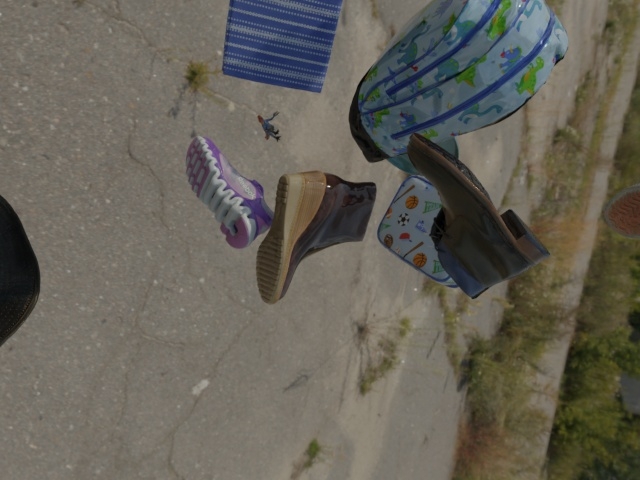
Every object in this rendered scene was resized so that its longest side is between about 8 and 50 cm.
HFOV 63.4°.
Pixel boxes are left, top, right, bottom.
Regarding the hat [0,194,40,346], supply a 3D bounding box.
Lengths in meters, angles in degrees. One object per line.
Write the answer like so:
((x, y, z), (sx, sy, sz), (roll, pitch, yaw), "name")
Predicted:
((-0.549, 0.022, 0.679), (0.332, 0.134, 0.331), (9, 69, -23), "hat")

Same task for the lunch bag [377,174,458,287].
((0.308, -0.032, 1.358), (0.115, 0.303, 0.243), (20, 102, -47), "lunch bag")

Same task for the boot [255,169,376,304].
((0.000, 0.000, 0.940), (0.207, 0.090, 0.248), (4, 107, -37), "boot")

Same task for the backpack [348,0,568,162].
((0.231, -0.300, 0.894), (0.290, 0.356, 0.273), (-51, 126, -21), "backpack")

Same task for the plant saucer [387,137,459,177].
((0.277, -0.315, 1.558), (0.043, 0.318, 0.317), (-53, 141, -23), "plant saucer")

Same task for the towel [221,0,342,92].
((-0.078, -0.507, 1.128), (0.040, 0.243, 0.335), (-104, -155, -57), "towel")

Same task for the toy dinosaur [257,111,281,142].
((-0.126, -0.259, 1.201), (0.082, 0.090, 0.047), (28, 52, -41), "toy dinosaur")

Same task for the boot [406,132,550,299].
((0.152, -0.019, 0.589), (0.219, 0.106, 0.082), (40, 23, -16), "boot")

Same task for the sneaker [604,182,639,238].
((0.653, -0.091, 0.917), (0.121, 0.302, 0.108), (-25, 81, -22), "sneaker")

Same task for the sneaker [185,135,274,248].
((-0.164, -0.096, 0.971), (0.105, 0.236, 0.095), (-21, 161, -42), "sneaker")
